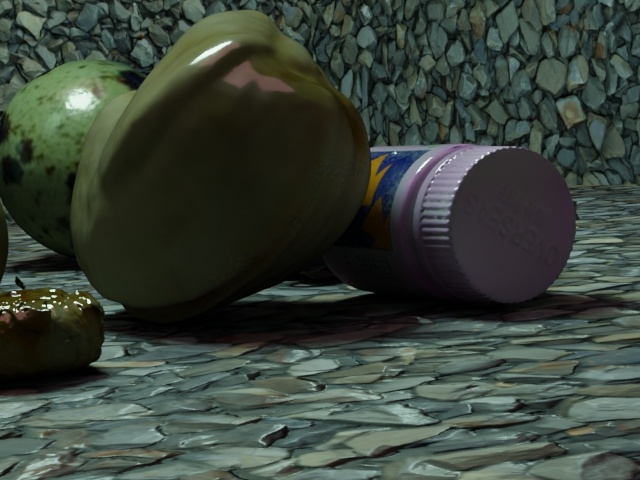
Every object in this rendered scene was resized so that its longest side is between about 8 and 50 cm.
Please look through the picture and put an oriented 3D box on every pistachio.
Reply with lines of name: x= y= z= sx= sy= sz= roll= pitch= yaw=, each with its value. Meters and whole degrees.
pistachio: x=-0.125 y=-0.083 z=1.648 sx=0.281 sy=0.365 sz=0.445 roll=30 pitch=-24 yaw=-33

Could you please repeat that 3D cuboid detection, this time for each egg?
egg: x=-0.381 y=-0.138 z=2.523 sx=0.345 sy=0.345 sz=0.428 roll=-3 pitch=1 yaw=11

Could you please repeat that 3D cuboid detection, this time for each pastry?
pastry: x=-0.271 y=0.086 z=1.338 sx=0.153 sy=0.081 sz=0.153 roll=5 pitch=9 yaw=-1

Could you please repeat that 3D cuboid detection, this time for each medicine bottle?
medicine bottle: x=0.132 y=-0.021 z=1.642 sx=0.178 sy=0.178 sz=0.291 roll=-7 pitch=5 yaw=-28

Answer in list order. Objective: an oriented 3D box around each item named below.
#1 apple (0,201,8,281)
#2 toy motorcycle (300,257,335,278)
apple: x=-0.447 y=0.011 z=1.472 sx=0.257 sy=0.257 sz=0.234 roll=-7 pitch=-24 yaw=-25
toy motorcycle: x=-0.002 y=0.002 z=2.025 sx=0.171 sy=0.089 sz=0.298 roll=-4 pitch=5 yaw=-11
